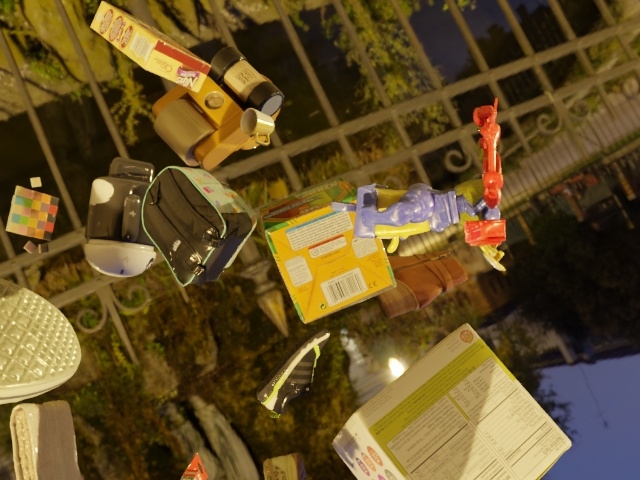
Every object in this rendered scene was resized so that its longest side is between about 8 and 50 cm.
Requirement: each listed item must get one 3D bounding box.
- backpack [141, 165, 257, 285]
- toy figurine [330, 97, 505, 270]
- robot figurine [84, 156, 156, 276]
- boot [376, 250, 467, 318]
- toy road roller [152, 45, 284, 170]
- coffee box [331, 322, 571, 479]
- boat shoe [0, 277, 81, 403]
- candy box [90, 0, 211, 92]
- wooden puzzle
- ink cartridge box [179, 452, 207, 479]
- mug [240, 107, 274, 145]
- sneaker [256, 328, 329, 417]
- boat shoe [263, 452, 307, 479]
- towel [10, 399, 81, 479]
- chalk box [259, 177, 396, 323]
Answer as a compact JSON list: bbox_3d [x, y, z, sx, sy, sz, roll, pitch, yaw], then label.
[{"bbox_3d":[-0.218,-0.037,1.096,0.166,0.188,0.144,-55,162,26],"label":"backpack"},{"bbox_3d":[0.123,-0.073,0.826,0.217,0.191,0.362,-3,-171,13],"label":"toy figurine"},{"bbox_3d":[-0.464,-0.052,1.487,0.173,0.278,0.209,4,174,16],"label":"robot figurine"},{"bbox_3d":[0.208,0.061,1.542,0.220,0.109,0.283,-24,-149,-8],"label":"boot"},{"bbox_3d":[-0.252,-0.315,1.640,0.329,0.202,0.241,-41,164,-14],"label":"toy road roller"},{"bbox_3d":[0.276,0.462,1.412,0.338,0.334,0.338,-33,161,-22],"label":"coffee box"},{"bbox_3d":[-0.516,0.142,0.723,0.156,0.187,0.500,-37,160,24],"label":"boat shoe"},{"bbox_3d":[-0.271,-0.309,0.988,0.109,0.186,0.053,14,109,-53],"label":"candy box"},{"bbox_3d":[-0.312,-0.028,0.675,0.006,0.083,0.049,-2,166,36],"label":"wooden puzzle"},{"bbox_3d":[-0.217,0.429,1.065,0.029,0.063,0.115,-6,-153,21],"label":"ink cartridge box"},{"bbox_3d":[-0.142,-0.260,1.433,0.062,0.078,0.064,16,-172,43],"label":"mug"},{"bbox_3d":[-0.048,0.312,1.462,0.235,0.097,0.084,-47,-174,-10],"label":"sneaker"},{"bbox_3d":[-0.073,0.600,1.314,0.089,0.285,0.105,-11,139,9],"label":"boat shoe"},{"bbox_3d":[-0.543,0.466,1.251,0.049,0.283,0.187,-13,168,1],"label":"towel"},{"bbox_3d":[0.000,0.000,1.157,0.180,0.179,0.289,-22,-164,-4],"label":"chalk box"}]
